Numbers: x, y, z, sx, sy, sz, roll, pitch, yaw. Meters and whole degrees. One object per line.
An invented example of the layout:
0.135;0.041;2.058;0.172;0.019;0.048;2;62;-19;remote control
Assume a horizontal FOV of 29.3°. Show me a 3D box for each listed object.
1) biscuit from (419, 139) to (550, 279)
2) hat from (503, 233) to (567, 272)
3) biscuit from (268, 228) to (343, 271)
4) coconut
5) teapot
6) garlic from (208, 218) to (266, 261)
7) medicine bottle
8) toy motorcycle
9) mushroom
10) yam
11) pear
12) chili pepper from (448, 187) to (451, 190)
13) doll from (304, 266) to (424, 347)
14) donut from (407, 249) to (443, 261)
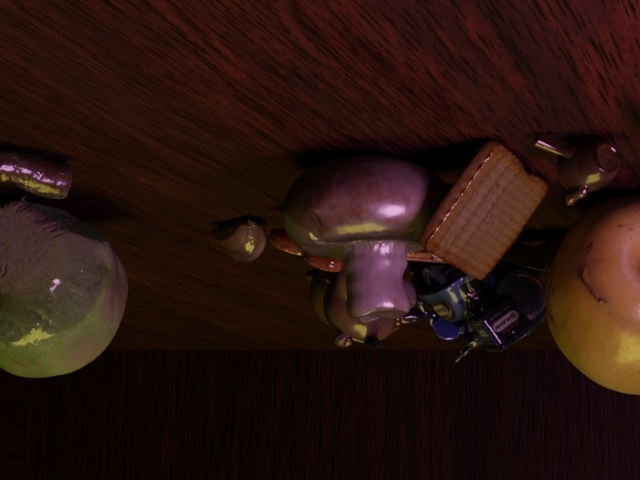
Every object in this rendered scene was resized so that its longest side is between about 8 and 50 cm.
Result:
0.226;-0.038;1.671;0.029;0.172;0.254;37;-175;28;biscuit
0.386;0.014;2.115;0.175;0.085;0.147;23;-175;15;hat
0.029;0.004;2.065;0.165;0.036;0.250;26;-163;32;biscuit
-0.484;0.080;2.069;0.328;0.281;0.328;5;157;2;coconut
0.317;-0.097;1.537;0.110;0.085;0.080;29;158;-20;teapot
-0.134;0.002;2.137;0.084;0.066;0.152;14;167;-36;garlic
0.379;0.130;2.470;0.141;0.141;0.293;3;168;0;medicine bottle
0.263;0.121;2.290;0.125;0.212;0.358;-35;-179;-11;toy motorcycle
0.066;-0.001;1.687;0.243;0.243;0.243;3;169;1;mushroom
-0.468;-0.106;1.701;0.253;0.061;0.061;12;165;-36;yam
0.477;0.075;1.795;0.309;0.309;0.309;3;169;1;pear
0.200;-0.054;1.833;0.202;0.050;0.052;10;-154;-16;chili pepper
0.078;0.118;2.330;0.235;0.174;0.330;25;-179;-2;doll
0.130;-0.011;1.939;0.199;0.085;0.233;1;175;43;donut
